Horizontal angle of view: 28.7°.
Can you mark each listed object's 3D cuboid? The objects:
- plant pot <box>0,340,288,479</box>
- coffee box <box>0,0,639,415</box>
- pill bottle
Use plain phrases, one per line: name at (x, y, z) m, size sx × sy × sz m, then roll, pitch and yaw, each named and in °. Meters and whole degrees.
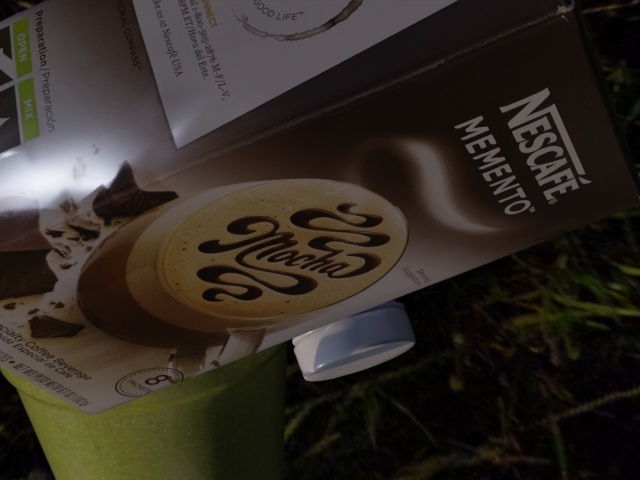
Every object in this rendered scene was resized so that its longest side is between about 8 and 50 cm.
plant pot at (-0.134, 0.138, 1.057) m, size 0.276 × 0.276 × 0.253 m, roll -9°, pitch 115°, yaw -6°
coffee box at (-0.026, -0.043, 0.560) m, size 0.297 × 0.168 × 0.118 m, roll -22°, pitch 59°, yaw 14°
pill bottle at (0.000, 0.000, 0.906) m, size 0.112 × 0.112 × 0.186 m, roll -18°, pitch 75°, yaw -5°
